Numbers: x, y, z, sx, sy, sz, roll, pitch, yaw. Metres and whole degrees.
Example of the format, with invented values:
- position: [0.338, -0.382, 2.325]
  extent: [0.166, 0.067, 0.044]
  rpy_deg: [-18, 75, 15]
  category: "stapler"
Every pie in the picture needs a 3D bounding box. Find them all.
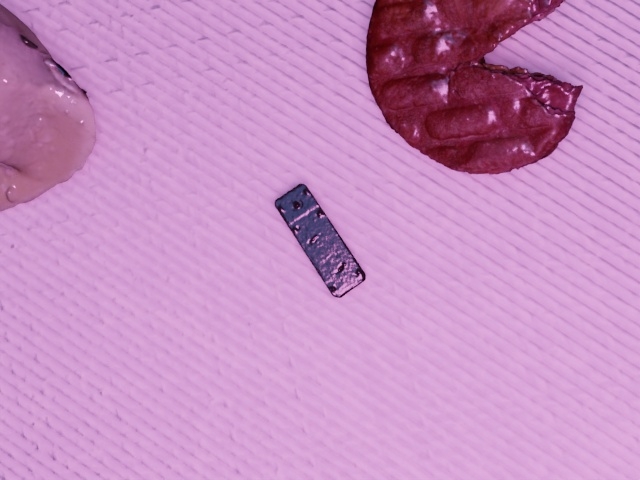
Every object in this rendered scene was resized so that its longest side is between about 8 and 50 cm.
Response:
- position: [0.139, -0.170, 1.221]
  extent: [0.204, 0.054, 0.218]
  rpy_deg: [11, 106, 25]
  category: "pie"

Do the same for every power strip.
- position: [0.000, 0.000, 1.266]
  extent: [0.038, 0.029, 0.111]
  rpy_deg: [-33, 83, 2]
  category: "power strip"

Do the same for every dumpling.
- position: [-0.361, -0.126, 1.271]
  extent: [0.243, 0.175, 0.227]
  rpy_deg: [42, 120, 24]
  category: "dumpling"
